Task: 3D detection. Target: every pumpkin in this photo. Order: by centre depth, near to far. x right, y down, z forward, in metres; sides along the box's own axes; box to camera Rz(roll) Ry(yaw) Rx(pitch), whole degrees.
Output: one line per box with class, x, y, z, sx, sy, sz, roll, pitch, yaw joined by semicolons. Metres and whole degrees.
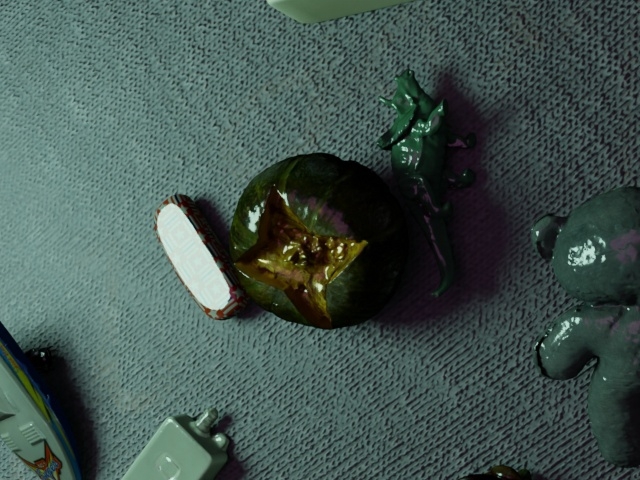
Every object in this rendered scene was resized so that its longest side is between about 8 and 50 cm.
pumpkin;0.000;-0.001;1.489;0.238;0.159;0.238;7;110;21

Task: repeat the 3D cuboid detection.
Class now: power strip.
power strip;-0.241;0.369;1.628;0.098;0.058;0.338;41;102;22

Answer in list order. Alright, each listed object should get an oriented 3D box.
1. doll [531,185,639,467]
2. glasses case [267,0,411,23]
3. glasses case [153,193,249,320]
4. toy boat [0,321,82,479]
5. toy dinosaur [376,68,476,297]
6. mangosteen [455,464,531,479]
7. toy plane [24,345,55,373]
doll;0.364;0.093;1.346;0.246;0.158;0.340;-12;109;15
glasses case;0.088;-0.354;1.499;0.313;0.131;0.070;-8;83;24
glasses case;-0.167;0.026;1.627;0.073;0.049;0.194;-39;71;18
toy boat;-0.432;0.252;1.677;0.129;0.088;0.295;-25;102;42
toy dinosaur;0.148;-0.081;1.481;0.120;0.079;0.292;-28;74;25
mangosteen;0.211;0.327;1.402;0.140;0.140;0.140;-2;85;24
toy plane;-0.445;0.183;1.737;0.145;0.060;0.037;-16;79;38
